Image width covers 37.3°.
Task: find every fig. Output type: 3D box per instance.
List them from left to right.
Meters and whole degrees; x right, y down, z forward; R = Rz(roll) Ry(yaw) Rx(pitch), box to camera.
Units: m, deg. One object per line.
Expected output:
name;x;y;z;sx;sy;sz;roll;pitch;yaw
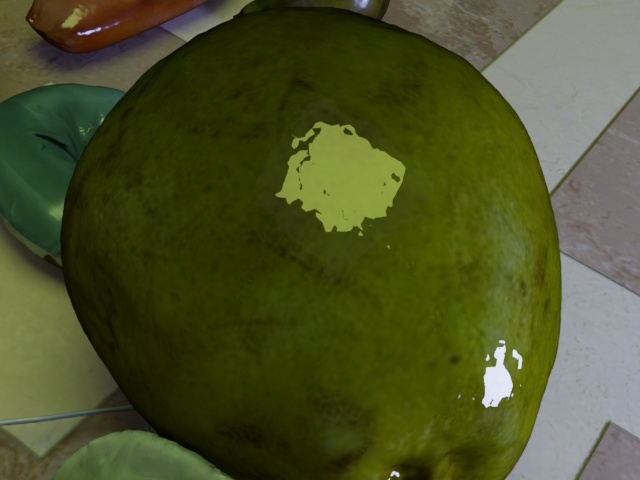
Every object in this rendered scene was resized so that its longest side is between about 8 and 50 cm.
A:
fig;-0.001;-0.284;1.151;0.126;0.184;0.133;41;30;-27

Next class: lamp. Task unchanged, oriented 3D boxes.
lamp;-0.205;0.142;0.690;0.198;0.050;0.056;-6;49;-19

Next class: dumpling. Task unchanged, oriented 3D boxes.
dumpling;-0.082;0.206;0.597;0.219;0.108;0.153;41;90;16

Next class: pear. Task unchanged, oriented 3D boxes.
pear;0.000;0.000;0.685;0.351;0.352;0.413;-8;43;-20

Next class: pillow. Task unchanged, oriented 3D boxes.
pillow;-0.202;-0.062;0.877;0.233;0.086;0.214;39;45;22

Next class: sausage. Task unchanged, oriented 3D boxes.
sausage;-0.207;-0.289;1.106;0.089;0.083;0.300;42;53;15
